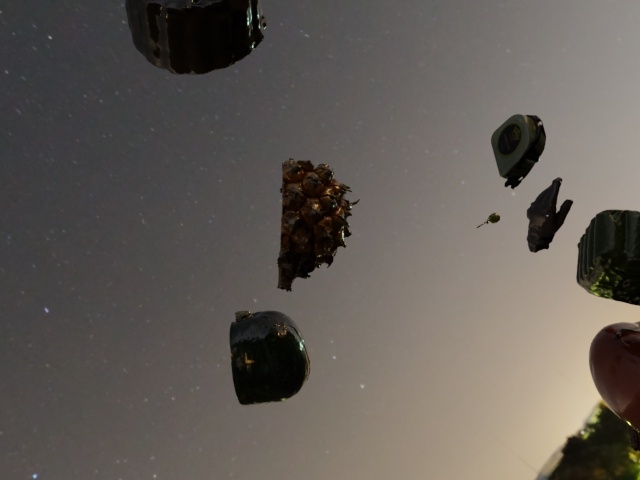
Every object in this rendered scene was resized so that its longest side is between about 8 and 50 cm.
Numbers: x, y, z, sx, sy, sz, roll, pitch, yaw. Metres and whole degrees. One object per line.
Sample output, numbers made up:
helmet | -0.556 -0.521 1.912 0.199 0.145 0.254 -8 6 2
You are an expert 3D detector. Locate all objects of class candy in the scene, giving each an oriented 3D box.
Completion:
candy | 0.554 -0.061 1.896 0.123 0.035 0.035 -24 -23 -39

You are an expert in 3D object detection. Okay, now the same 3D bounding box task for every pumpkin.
pumpkin | -0.130 0.316 1.600 0.197 0.293 0.263 -9 -82 3

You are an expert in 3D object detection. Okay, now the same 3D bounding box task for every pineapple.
pineapple | 0.000 0.003 1.428 0.209 0.286 0.344 0 -32 -1

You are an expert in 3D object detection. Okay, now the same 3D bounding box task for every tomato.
tomato | 0.823 0.339 1.367 0.341 0.341 0.272 -11 -74 -45

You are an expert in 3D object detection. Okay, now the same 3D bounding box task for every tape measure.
tape measure | 0.747 -0.341 2.120 0.115 0.235 0.207 12 -33 -27

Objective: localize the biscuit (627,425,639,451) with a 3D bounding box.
biscuit | 0.863 0.472 1.565 0.064 0.199 0.034 13 -21 -25

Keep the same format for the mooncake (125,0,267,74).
mooncake | -0.204 -0.385 0.932 0.228 0.228 0.124 -35 -29 -23

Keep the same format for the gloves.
gloves | 0.788 -0.082 1.980 0.119 0.142 0.285 -20 -55 -43

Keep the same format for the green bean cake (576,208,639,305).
green bean cake | 0.707 0.045 1.249 0.247 0.250 0.156 62 -144 -66
